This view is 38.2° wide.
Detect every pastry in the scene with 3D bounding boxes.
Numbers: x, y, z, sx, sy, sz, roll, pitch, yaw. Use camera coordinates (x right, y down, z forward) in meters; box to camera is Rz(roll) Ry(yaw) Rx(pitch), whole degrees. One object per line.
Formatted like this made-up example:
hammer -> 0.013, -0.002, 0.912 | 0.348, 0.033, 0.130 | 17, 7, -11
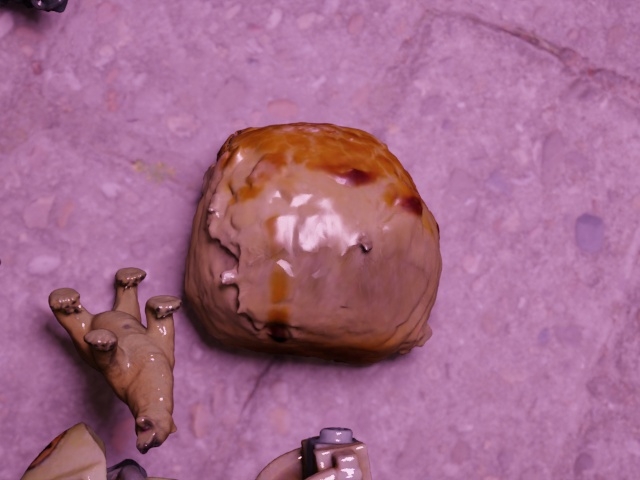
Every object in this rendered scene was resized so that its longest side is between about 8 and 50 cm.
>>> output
pastry -> 0.008, -0.005, 0.886 | 0.256, 0.170, 0.237 | 9, 82, -13

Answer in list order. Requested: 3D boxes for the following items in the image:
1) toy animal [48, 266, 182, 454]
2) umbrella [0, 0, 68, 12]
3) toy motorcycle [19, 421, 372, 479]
toy animal -> -0.175, 0.101, 0.828 | 0.103, 0.218, 0.101 | -10, 107, -28
umbrella -> -0.246, -0.384, 0.948 | 0.143, 0.094, 0.349 | 26, 75, 2
toy motorcycle -> -0.104, 0.279, 0.822 | 0.410, 0.169, 0.237 | 2, 86, -14
